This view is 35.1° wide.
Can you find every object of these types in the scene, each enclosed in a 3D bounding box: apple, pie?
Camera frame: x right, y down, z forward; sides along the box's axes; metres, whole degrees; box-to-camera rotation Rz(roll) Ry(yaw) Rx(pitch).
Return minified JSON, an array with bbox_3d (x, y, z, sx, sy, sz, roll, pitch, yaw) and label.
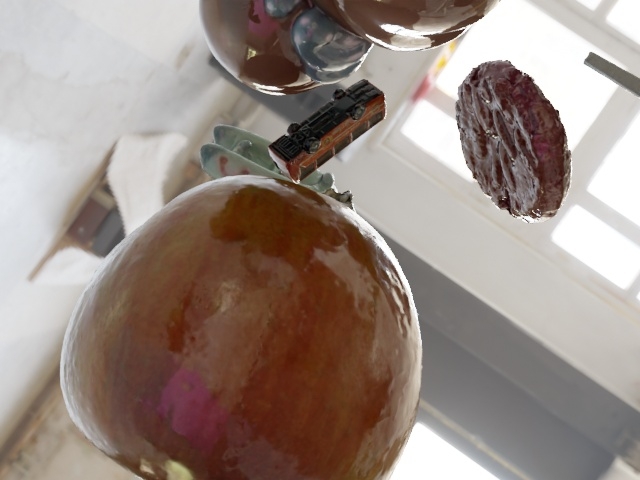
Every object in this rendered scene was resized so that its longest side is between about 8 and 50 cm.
[{"bbox_3d":[-0.051,0.089,0.809,0.302,0.301,0.301,-54,174,-9],"label":"apple"},{"bbox_3d":[0.161,-0.082,0.864,0.036,0.154,0.154,-22,164,-15],"label":"pie"}]

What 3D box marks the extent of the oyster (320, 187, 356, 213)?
[{"bbox_3d":[0.002,0.000,1.270,0.166,0.108,0.053,-56,144,-14],"label":"oyster"}]

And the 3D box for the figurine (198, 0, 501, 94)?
[{"bbox_3d":[0.090,-0.283,0.749,0.388,0.248,0.277,-42,141,-28],"label":"figurine"}]

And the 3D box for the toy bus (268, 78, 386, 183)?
[{"bbox_3d":[0.007,-0.092,0.852,0.110,0.031,0.043,-38,148,-17],"label":"toy bus"}]

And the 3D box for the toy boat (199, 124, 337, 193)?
[{"bbox_3d":[-0.063,-0.096,1.399,0.079,0.207,0.134,-56,-174,24],"label":"toy boat"}]

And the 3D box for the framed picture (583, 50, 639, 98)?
[{"bbox_3d":[0.465,-0.104,1.131,0.020,0.324,0.240,-59,-158,16],"label":"framed picture"}]
